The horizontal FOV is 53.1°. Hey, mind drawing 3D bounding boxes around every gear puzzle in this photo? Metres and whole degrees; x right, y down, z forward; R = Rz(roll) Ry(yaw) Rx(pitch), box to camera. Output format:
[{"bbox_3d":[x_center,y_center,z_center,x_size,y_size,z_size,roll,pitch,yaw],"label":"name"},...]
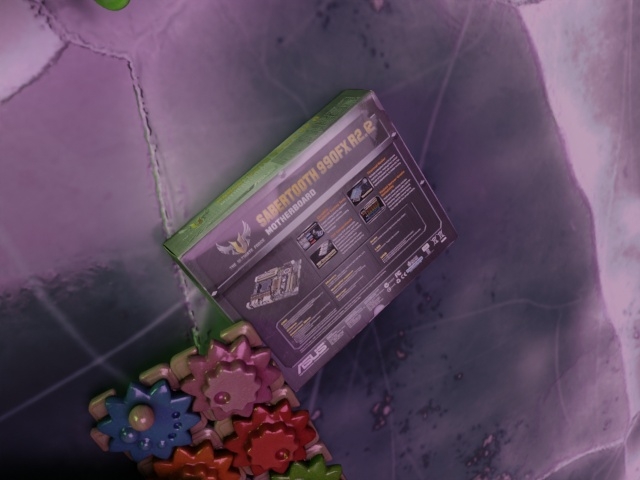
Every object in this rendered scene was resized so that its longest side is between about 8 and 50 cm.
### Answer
[{"bbox_3d":[-0.066,0.243,0.609,0.175,0.044,0.339,-27,118,-1],"label":"gear puzzle"}]

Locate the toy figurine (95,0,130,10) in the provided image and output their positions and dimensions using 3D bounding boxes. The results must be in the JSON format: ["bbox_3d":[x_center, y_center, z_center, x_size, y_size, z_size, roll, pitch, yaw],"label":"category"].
[{"bbox_3d":[-0.194,-0.187,0.350,0.159,0.130,0.173,-38,152,-34],"label":"toy figurine"}]

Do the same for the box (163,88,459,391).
[{"bbox_3d":[0.000,0.000,0.606,0.231,0.056,0.183,-43,117,-12],"label":"box"}]
